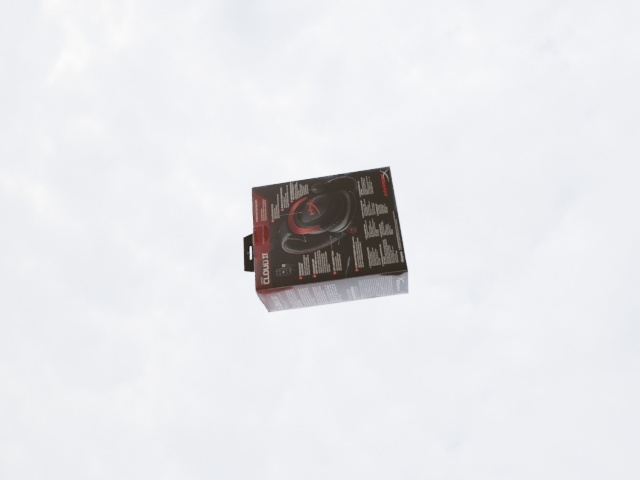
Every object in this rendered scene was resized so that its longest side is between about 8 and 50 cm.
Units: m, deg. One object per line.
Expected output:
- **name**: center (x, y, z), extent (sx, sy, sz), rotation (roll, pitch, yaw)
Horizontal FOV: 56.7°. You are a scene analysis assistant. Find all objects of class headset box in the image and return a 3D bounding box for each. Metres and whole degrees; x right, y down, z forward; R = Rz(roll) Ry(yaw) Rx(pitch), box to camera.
- **headset box**: center (0.000, 0.000, 1.080), extent (0.293, 0.110, 0.218), rotation (-9, -119, 4)
